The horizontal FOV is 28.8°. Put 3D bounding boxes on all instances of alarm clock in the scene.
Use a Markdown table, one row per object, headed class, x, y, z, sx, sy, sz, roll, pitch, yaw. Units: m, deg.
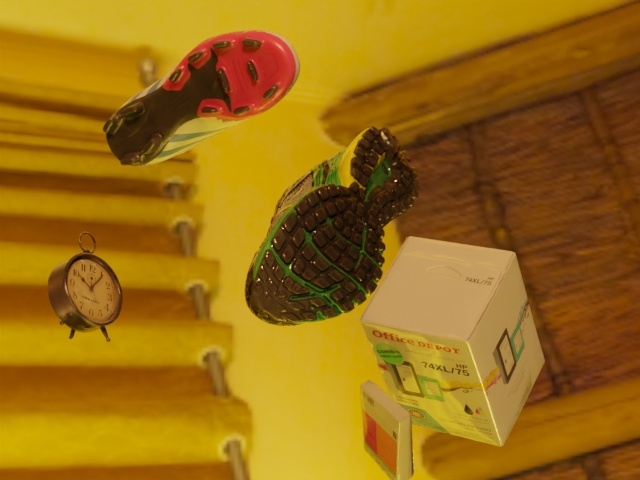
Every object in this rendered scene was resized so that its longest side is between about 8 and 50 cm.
| class | x | y | z | sx | sy | sz | roll | pitch | yaw |
| --- | --- | --- | --- | --- | --- | --- | --- | --- | --- |
| alarm clock | -0.399 | 0.072 | 2.106 | 0.064 | 0.129 | 0.192 | -21 | -123 | 34 |

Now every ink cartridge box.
| class | x | y | z | sx | sy | sz | roll | pitch | yaw |
| --- | --- | --- | --- | --- | --- | --- | --- | --- | --- |
| ink cartridge box | 0.220 | 0.162 | 2.034 | 0.198 | 0.197 | 0.270 | 9 | -40 | 32 |

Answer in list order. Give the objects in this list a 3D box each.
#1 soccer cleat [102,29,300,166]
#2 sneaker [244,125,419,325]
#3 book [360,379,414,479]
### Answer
| class | x | y | z | sx | sy | sz | roll | pitch | yaw |
| --- | --- | --- | --- | --- | --- | --- | --- | --- | --- |
| soccer cleat | -0.147 | -0.199 | 1.665 | 0.331 | 0.143 | 0.116 | -22 | -84 | 33 |
| sneaker | 0.000 | 0.000 | 1.449 | 0.146 | 0.343 | 0.134 | -29 | -77 | 35 |
| book | 0.098 | 0.291 | 1.890 | 0.096 | 0.035 | 0.144 | 39 | -34 | 39 |
